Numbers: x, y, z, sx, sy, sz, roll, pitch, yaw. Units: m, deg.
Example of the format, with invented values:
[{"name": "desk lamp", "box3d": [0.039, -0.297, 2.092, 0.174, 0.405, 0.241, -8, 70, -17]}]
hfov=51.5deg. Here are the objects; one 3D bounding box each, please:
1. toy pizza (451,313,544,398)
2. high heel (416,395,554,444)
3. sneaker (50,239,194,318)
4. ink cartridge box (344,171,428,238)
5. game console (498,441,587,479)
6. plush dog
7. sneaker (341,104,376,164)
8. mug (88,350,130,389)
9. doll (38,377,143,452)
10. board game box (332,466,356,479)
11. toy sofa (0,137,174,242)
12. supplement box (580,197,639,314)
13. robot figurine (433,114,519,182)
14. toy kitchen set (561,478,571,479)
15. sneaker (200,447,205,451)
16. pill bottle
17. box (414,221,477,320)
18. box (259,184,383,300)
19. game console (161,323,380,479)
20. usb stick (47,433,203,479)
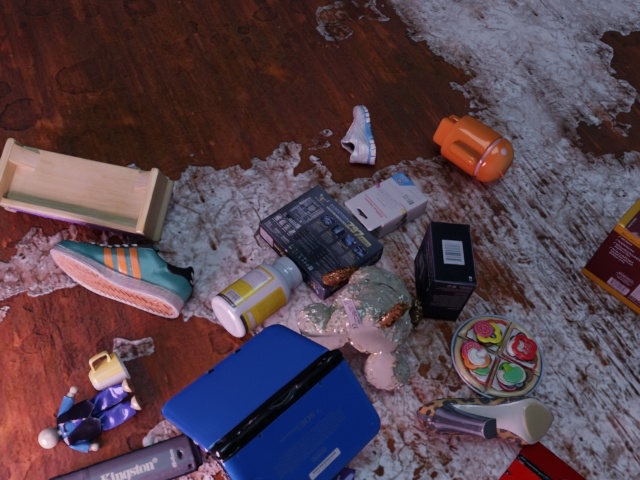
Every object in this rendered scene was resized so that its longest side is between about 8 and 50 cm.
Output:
[{"name": "toy pizza", "box3d": [0.378, 0.242, 1.407, 0.202, 0.032, 0.201, 3, 55, -4]}, {"name": "high heel", "box3d": [0.327, 0.345, 1.317, 0.261, 0.186, 0.093, 8, 83, -38]}, {"name": "sneaker", "box3d": [-0.414, 0.057, 1.412, 0.302, 0.108, 0.121, 23, 55, 0]}, {"name": "ink cartridge box", "box3d": [0.153, -0.078, 1.588, 0.181, 0.061, 0.104, -28, 62, -23]}, {"name": "game console", "box3d": [0.424, 0.470, 1.264, 0.144, 0.085, 0.124, 38, 91, 20]}, {"name": "plush dog", "box3d": [0.110, 0.135, 1.346, 0.263, 0.210, 0.225, 31, 31, -9]}, {"name": "sneaker", "box3d": [0.092, -0.276, 1.719, 0.083, 0.071, 0.190, -6, 56, -3]}, {"name": "mug", "box3d": [-0.418, 0.253, 1.293, 0.064, 0.062, 0.078, -29, 98, -14]}, {"name": "doll", "box3d": [-0.435, 0.328, 1.239, 0.189, 0.046, 0.129, -29, 79, -9]}, {"name": "board game box", "box3d": [-0.021, 0.481, 1.187, 0.141, 0.048, 0.170, 12, 55, 4]}, {"name": "toy sofa", "box3d": [-0.527, -0.104, 1.501, 0.363, 0.177, 0.150, 12, 79, 2]}, {"name": "supplement box", "box3d": [0.733, 0.040, 1.488, 0.191, 0.194, 0.129, 40, 60, 20]}, {"name": "robot figurine", "box3d": [0.397, -0.233, 1.684, 0.219, 0.158, 0.128, 39, 89, 20]}, {"name": "toy kitchen set", "box3d": [0.374, 0.503, 1.134, 0.166, 0.122, 0.207, 15, 73, 5]}, {"name": "sneaker", "box3d": [-0.084, 0.326, 1.255, 0.293, 0.102, 0.146, -33, 65, -25]}, {"name": "pill bottle", "box3d": [-0.129, 0.113, 1.398, 0.184, 0.103, 0.103, -36, 66, -27]}, {"name": "box", "box3d": [0.267, 0.068, 1.439, 0.093, 0.158, 0.155, 5, 54, -4]}, {"name": "box", "box3d": [0.000, 0.000, 1.518, 0.183, 0.059, 0.233, -35, 66, -24]}, {"name": "game console", "box3d": [-0.083, 0.318, 1.185, 0.293, 0.173, 0.250, -35, 98, -33]}, {"name": "usb stick", "box3d": [-0.354, 0.422, 1.193, 0.278, 0.045, 0.077, -15, 57, -16]}]
